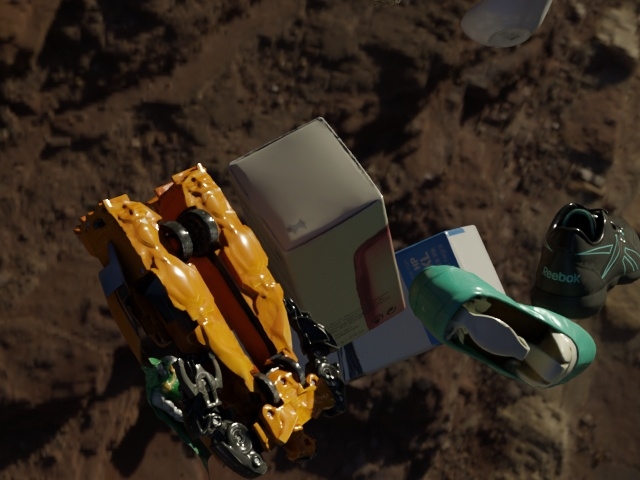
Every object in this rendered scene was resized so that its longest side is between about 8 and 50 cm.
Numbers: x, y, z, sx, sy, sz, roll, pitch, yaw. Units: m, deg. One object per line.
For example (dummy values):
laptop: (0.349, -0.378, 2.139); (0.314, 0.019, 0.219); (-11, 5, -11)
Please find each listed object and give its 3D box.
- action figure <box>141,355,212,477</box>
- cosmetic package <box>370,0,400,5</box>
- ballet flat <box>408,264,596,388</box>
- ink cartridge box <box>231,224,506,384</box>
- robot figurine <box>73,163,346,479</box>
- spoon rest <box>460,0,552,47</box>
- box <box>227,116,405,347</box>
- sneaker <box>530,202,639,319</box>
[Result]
action figure: (-0.185, 0.231, 1.690); (0.063, 0.232, 0.137); (-6, 54, 30)
cosmetic package: (0.028, -0.547, 2.085); (0.309, 0.160, 0.113); (33, 91, -15)
ballet flat: (0.192, 0.103, 1.173); (0.247, 0.083, 0.087); (26, 18, -30)
ink cartridge box: (0.087, 0.127, 1.970); (0.395, 0.285, 0.166); (-24, 86, 16)
robot figurine: (-0.093, 0.080, 1.093); (0.211, 0.085, 0.291); (-27, 86, -51)
spoon rest: (0.349, -0.384, 1.905); (0.137, 0.276, 0.084); (13, 66, -46)
box: (0.000, 0.000, 1.374); (0.127, 0.232, 0.148); (-29, 56, -9)
sneaker: (0.322, 0.005, 1.389); (0.101, 0.106, 0.267); (8, 20, 24)
